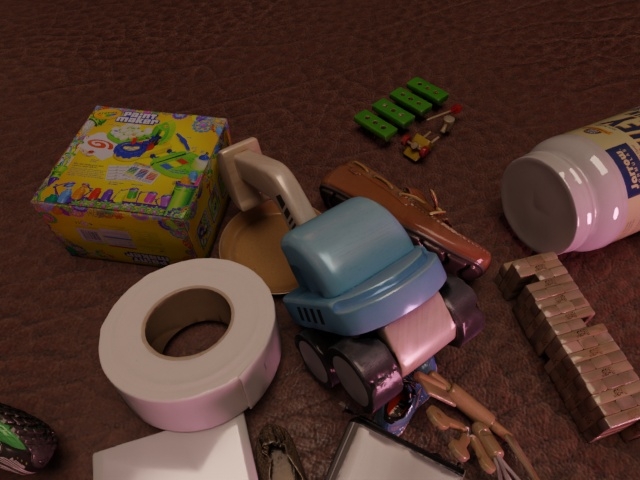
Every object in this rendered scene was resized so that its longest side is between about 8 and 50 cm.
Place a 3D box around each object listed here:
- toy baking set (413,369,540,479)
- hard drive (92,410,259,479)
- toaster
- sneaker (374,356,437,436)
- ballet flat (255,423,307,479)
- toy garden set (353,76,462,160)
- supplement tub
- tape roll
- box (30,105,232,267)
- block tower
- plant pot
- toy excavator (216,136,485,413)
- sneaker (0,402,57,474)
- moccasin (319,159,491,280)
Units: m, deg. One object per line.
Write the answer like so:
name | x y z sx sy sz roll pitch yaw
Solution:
toy baking set | 0.234 0.294 0.695 0.256 0.030 0.197 38 18 1
hard drive | -0.183 0.440 0.657 0.233 0.047 0.353 -14 55 -10
toaster | 0.087 0.332 0.660 0.186 0.168 0.110 23 59 15
sneaker | 0.147 0.245 0.781 0.063 0.073 0.162 27 58 19
ballet flat | -0.037 0.384 0.690 0.084 0.058 0.250 -18 55 -11
toy garden set | 0.239 -0.301 1.202 0.244 0.049 0.204 -37 60 -24
supplement tub | 0.554 -0.116 0.945 0.325 0.235 0.235 -20 56 -14
tape roll | -0.208 0.163 0.800 0.286 0.100 0.286 -2 43 2
box | -0.353 -0.111 0.983 0.290 0.177 0.279 8 54 7
block tower | 0.427 0.172 0.824 0.097 0.091 0.335 -14 54 -9
plant pot | -0.086 0.014 0.980 0.236 0.032 0.236 -1 53 1
toy excavator | 0.000 0.000 0.809 0.222 0.433 0.445 -28 97 -22
sneaker | -0.560 0.310 0.721 0.344 0.134 0.146 3 60 13
moccasin | 0.176 -0.052 0.973 0.380 0.139 0.147 33 69 33
